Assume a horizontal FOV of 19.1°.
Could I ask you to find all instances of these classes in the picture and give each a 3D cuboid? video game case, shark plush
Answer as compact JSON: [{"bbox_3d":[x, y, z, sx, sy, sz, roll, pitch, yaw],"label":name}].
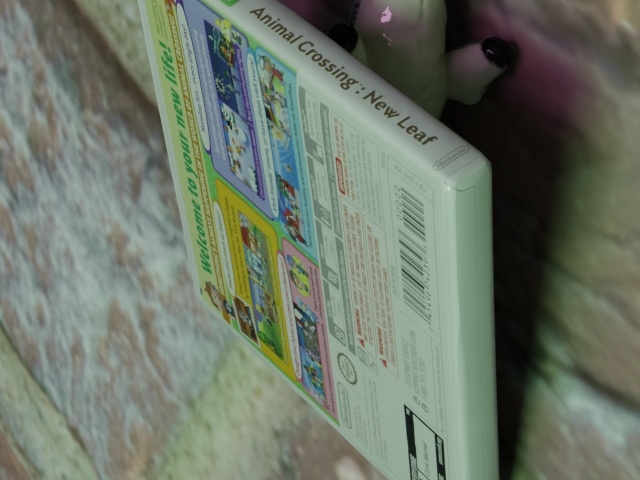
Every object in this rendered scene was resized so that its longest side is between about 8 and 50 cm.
[{"bbox_3d":[0.000,0.000,0.755,0.193,0.023,0.212,40,152,36],"label":"video game case"},{"bbox_3d":[0.026,-0.057,0.768,0.161,0.073,0.067,97,163,-48],"label":"shark plush"}]
